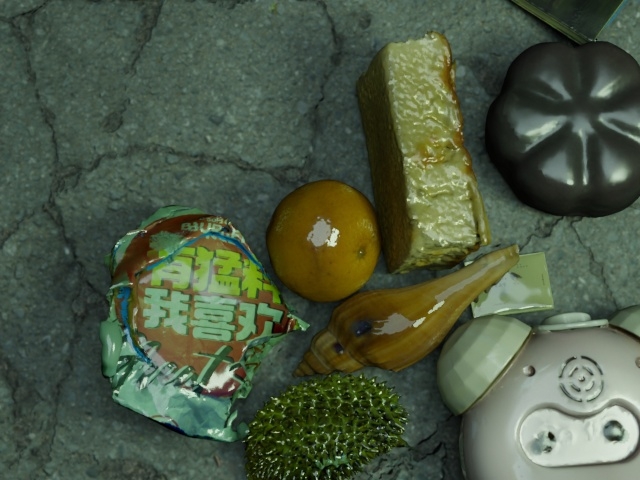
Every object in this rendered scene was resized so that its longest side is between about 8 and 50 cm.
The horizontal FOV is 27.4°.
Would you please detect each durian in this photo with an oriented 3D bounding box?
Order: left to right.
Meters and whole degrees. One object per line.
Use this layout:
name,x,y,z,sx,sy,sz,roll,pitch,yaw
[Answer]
durian,0.015,0.244,1.632,0.220,0.095,0.137,-13,118,-14

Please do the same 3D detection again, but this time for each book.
book,0.250,0.060,1.736,0.110,0.014,0.077,-7,80,-6
book,0.319,-0.384,1.796,0.228,0.024,0.160,35,79,14

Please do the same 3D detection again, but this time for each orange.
orange,0.000,0.000,1.663,0.136,0.159,0.159,17,76,37

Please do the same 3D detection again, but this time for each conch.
conch,0.105,0.095,1.648,0.330,0.093,0.109,-30,69,16

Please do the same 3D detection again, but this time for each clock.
clock,0.322,0.247,1.636,0.342,0.184,0.326,-2,75,-10

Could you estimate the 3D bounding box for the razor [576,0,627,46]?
razor,0.442,-0.356,1.813,0.253,0.042,0.082,-39,84,-11

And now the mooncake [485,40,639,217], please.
mooncake,0.339,-0.147,1.727,0.244,0.133,0.245,-1,77,3

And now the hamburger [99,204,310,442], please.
hamburger,-0.176,0.111,1.644,0.260,0.150,0.276,38,63,-14

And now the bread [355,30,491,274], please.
bread,0.128,-0.106,1.674,0.114,0.185,0.275,-9,80,-12
